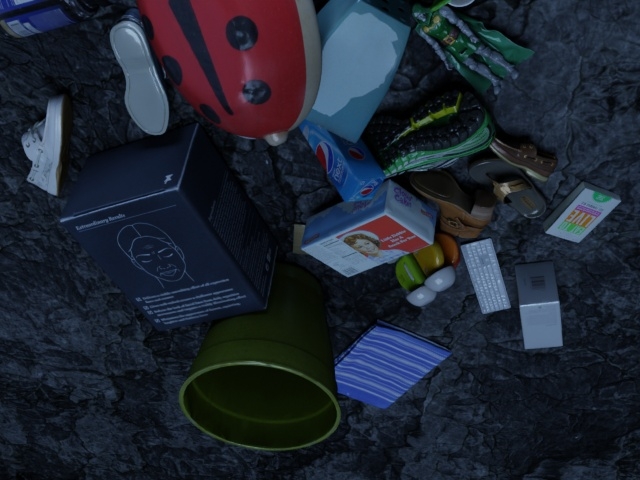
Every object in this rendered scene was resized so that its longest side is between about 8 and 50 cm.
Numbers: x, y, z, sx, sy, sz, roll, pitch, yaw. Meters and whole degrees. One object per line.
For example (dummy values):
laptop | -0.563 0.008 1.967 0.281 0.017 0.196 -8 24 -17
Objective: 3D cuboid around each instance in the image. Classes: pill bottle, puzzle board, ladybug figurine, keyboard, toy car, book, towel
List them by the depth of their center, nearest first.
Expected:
ladybug figurine | -0.166 -0.361 1.329 0.305 0.162 0.450 -21 101 33
pill bottle | -0.471 -0.439 1.429 0.219 0.123 0.123 -9 134 16
book | 0.568 -0.060 1.759 0.096 0.035 0.144 18 134 -16
toy car | 0.248 0.048 1.844 0.136 0.159 0.182 -18 160 -34
puzzle board | 0.000 0.000 1.905 0.128 0.011 0.096 6 135 1
keyboard | 0.400 0.089 1.944 0.072 0.014 0.256 -10 134 17
towel | 0.168 0.354 2.230 0.243 0.040 0.336 23 134 -17

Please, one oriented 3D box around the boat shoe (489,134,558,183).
boat shoe | 0.406 -0.180 1.635 0.178 0.064 0.060 25 116 -23

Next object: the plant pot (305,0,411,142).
plant pot | 0.053 -0.337 1.448 0.165 0.166 0.234 24 128 -17

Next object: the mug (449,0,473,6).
mug | 0.239 -0.448 1.372 0.062 0.064 0.078 11 136 -3

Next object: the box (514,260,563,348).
box | 0.517 0.154 1.912 0.091 0.130 0.171 -7 134 13

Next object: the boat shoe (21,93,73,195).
boat shoe | -0.584 -0.202 1.706 0.096 0.098 0.277 16 137 -10

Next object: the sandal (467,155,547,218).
sandal | 0.402 -0.104 1.710 0.090 0.060 0.219 -31 125 33

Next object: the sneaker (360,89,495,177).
sneaker | 0.188 -0.177 1.613 0.343 0.134 0.146 -14 154 33

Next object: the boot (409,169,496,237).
boot | 0.275 -0.071 1.757 0.197 0.073 0.152 24 154 8

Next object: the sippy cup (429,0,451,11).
sippy cup | 0.097 -0.493 1.214 0.305 0.224 0.240 17 133 -4

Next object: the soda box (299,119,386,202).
soda box | 0.040 -0.176 1.574 0.071 0.210 0.067 -10 146 -34

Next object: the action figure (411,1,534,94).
action figure | 0.256 -0.358 1.470 0.232 0.064 0.137 31 134 -18

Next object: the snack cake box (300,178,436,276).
snack cake box | 0.102 -0.022 1.756 0.152 0.089 0.264 33 142 -31

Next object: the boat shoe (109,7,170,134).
boat shoe | -0.342 -0.323 1.565 0.095 0.079 0.255 -2 133 13

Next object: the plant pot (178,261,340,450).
plant pot | -0.123 0.255 1.936 0.366 0.353 0.367 3 136 3

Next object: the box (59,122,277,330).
box | -0.317 -0.017 1.783 0.293 0.212 0.395 -13 134 20
